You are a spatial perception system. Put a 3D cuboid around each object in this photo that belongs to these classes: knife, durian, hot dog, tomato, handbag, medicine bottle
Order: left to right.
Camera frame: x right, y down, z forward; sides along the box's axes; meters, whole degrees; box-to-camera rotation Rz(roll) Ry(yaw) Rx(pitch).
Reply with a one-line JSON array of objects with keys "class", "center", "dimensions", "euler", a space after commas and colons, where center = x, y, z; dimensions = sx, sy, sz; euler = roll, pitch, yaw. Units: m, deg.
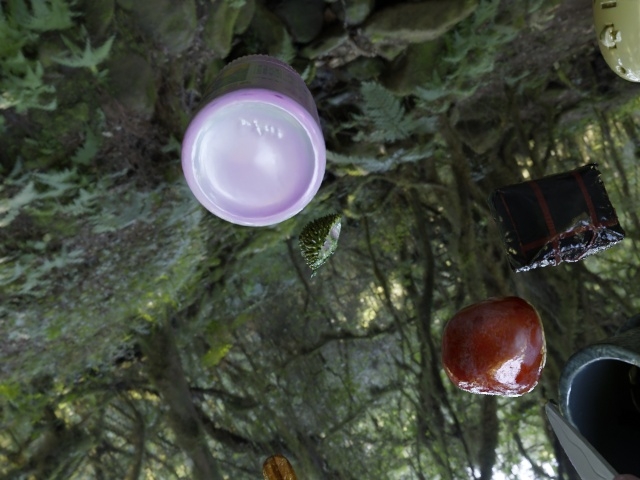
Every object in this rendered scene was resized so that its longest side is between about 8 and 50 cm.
[{"class": "medicine bottle", "center": [-0.089, -0.154, 0.876], "dimensions": [0.178, 0.178, 0.290], "euler": [-28, -155, 9]}, {"class": "hot dog", "center": [-0.062, 0.468, 1.167], "dimensions": [0.062, 0.144, 0.038], "euler": [-19, 165, -33]}, {"class": "durian", "center": [-0.008, -0.005, 1.586], "dimensions": [0.096, 0.137, 0.220], "euler": [11, -155, 6]}, {"class": "tomato", "center": [0.296, 0.180, 1.064], "dimensions": [0.187, 0.187, 0.151], "euler": [-27, -160, 12]}, {"class": "handbag", "center": [0.445, -0.037, 1.195], "dimensions": [0.216, 0.169, 0.155], "euler": [-15, 166, 0]}, {"class": "knife", "center": [0.292, 0.244, 0.615], "dimensions": [0.043, 0.081, 0.336], "euler": [-12, -176, 3]}]

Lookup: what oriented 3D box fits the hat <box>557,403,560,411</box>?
[{"class": "hat", "center": [0.606, 0.325, 1.303], "dimensions": [0.173, 0.166, 0.144], "euler": [-55, -168, 21]}]

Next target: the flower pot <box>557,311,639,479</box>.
[{"class": "flower pot", "center": [0.561, 0.225, 0.973], "dimensions": [0.283, 0.298, 0.299], "euler": [-10, 177, -28]}]

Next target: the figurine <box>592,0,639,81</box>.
[{"class": "figurine", "center": [0.585, -0.452, 1.125], "dimensions": [0.222, 0.324, 0.124], "euler": [-17, -161, -23]}]
